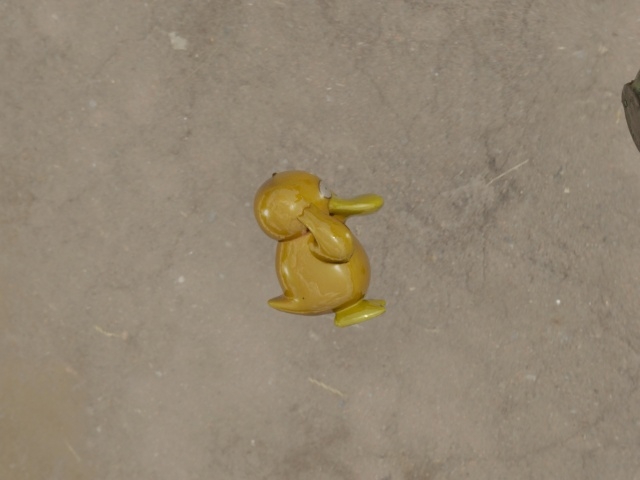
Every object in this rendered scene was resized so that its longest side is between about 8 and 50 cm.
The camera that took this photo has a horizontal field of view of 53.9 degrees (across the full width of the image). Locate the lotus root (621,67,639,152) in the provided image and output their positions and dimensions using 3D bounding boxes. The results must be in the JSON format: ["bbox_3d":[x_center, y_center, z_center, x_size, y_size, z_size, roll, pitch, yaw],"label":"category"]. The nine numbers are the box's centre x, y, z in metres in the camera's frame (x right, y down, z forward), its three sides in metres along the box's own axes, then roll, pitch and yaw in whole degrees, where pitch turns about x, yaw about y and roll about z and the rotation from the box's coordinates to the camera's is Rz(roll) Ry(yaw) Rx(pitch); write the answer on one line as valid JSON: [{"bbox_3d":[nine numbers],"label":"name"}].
[{"bbox_3d":[0.564,-0.193,0.764,0.346,0.250,0.250,-16,100,23],"label":"lotus root"}]

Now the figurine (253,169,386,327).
[{"bbox_3d":[-0.004,0.009,0.953,0.215,0.215,0.228,5,96,23],"label":"figurine"}]
